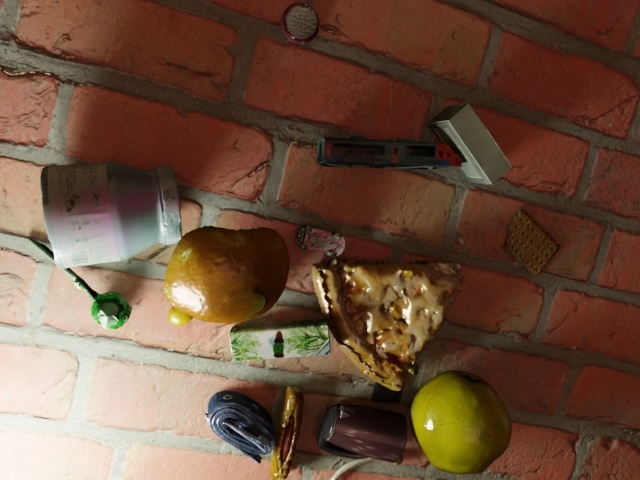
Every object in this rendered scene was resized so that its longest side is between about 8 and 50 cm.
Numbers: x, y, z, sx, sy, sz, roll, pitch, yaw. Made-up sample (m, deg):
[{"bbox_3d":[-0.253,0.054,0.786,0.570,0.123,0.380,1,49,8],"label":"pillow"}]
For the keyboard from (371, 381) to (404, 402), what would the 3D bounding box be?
[{"bbox_3d":[0.233,0.319,1.606,0.104,0.041,0.380,6,98,-14],"label":"keyboard"}]

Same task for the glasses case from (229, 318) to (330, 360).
[{"bbox_3d":[-0.111,0.279,1.480,0.273,0.062,0.095,-5,100,2],"label":"glasses case"}]

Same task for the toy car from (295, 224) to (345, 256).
[{"bbox_3d":[0.000,0.000,1.494,0.142,0.055,0.069,14,95,-1],"label":"toy car"}]

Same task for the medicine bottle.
[{"bbox_3d":[-0.492,-0.071,1.276,0.290,0.245,0.244,-9,101,-20],"label":"medicine bottle"}]

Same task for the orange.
[{"bbox_3d":[-0.223,0.089,1.349,0.335,0.196,0.262,7,110,-30],"label":"orange"}]

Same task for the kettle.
[{"bbox_3d":[0.115,0.576,1.588,0.233,0.144,0.202,17,126,-9],"label":"kettle"}]

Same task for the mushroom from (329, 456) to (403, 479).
[{"bbox_3d":[0.111,0.715,1.648,0.307,0.043,0.068,-17,78,-8],"label":"mushroom"}]

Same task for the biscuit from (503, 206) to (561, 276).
[{"bbox_3d":[0.653,0.011,1.666,0.203,0.016,0.144,37,89,-17],"label":"biscuit"}]

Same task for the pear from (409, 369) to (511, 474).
[{"bbox_3d":[0.411,0.532,1.568,0.295,0.294,0.293,-2,99,-13],"label":"pear"}]

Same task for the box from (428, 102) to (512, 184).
[{"bbox_3d":[0.421,-0.271,1.508,0.086,0.129,0.225,-41,105,-3],"label":"box"}]

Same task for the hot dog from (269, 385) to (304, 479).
[{"bbox_3d":[-0.097,0.565,1.549,0.068,0.083,0.288,9,100,-8],"label":"hot dog"}]

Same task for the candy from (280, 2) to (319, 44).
[{"bbox_3d":[-0.053,-0.569,1.395,0.103,0.043,0.103,-2,100,-12],"label":"candy"}]

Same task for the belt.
[{"bbox_3d":[-0.217,0.518,1.489,0.218,0.128,0.122,40,88,-17],"label":"belt"}]

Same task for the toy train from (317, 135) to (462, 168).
[{"bbox_3d":[0.197,-0.245,1.483,0.410,0.086,0.089,-1,97,-13],"label":"toy train"}]

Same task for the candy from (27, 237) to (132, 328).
[{"bbox_3d":[-0.623,0.104,1.366,0.323,0.097,0.097,45,87,-7],"label":"candy"}]

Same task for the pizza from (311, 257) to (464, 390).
[{"bbox_3d":[0.187,0.245,1.529,0.436,0.080,0.391,2,99,2],"label":"pizza"}]

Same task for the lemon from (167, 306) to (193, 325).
[{"bbox_3d":[-0.374,0.198,1.436,0.083,0.062,0.062,-25,104,-8],"label":"lemon"}]
